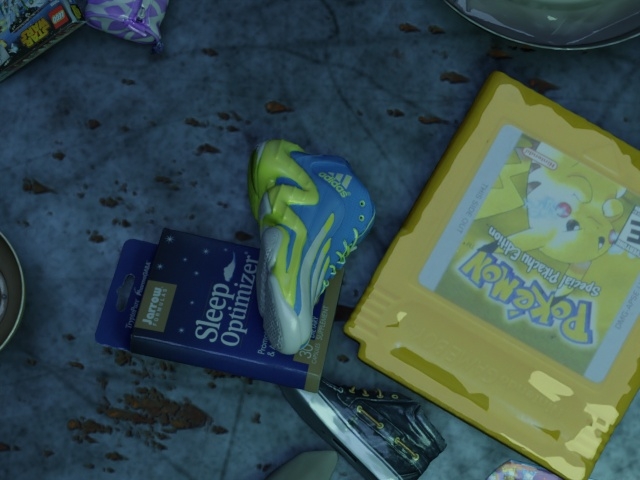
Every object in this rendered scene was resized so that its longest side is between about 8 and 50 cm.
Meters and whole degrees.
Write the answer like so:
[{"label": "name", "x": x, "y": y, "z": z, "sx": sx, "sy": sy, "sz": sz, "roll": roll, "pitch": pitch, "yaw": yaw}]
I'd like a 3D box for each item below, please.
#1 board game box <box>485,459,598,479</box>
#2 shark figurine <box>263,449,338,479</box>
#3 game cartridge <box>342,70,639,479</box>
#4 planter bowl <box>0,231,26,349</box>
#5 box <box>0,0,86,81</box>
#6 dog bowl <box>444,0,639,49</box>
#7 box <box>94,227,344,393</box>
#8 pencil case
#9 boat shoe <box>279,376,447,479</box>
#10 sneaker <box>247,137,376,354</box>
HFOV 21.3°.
[{"label": "board game box", "x": 0.229, "y": 0.295, "z": 1.682, "sx": 0.168, "sy": 0.033, "sz": 0.133, "roll": 14, "pitch": 85, "yaw": 2}, {"label": "shark figurine", "x": -0.059, "y": 0.346, "z": 1.641, "sx": 0.166, "sy": 0.116, "sz": 0.278, "roll": -4, "pitch": 83, "yaw": 1}, {"label": "game cartridge", "x": 0.214, "y": 0.036, "z": 1.692, "sx": 0.285, "sy": 0.053, "sz": 0.324, "roll": 30, "pitch": 82, "yaw": 3}, {"label": "planter bowl", "x": -0.361, "y": 0.054, "z": 1.669, "sx": 0.162, "sy": 0.109, "sz": 0.162, "roll": 0, "pitch": 84, "yaw": 1}, {"label": "box", "x": -0.310, "y": -0.225, "z": 1.706, "sx": 0.137, "sy": 0.027, "sz": 0.094, "roll": -29, "pitch": 84, "yaw": 26}, {"label": "dog bowl", "x": 0.237, "y": -0.353, "z": 1.707, "sx": 0.349, "sy": 0.102, "sz": 0.349, "roll": 0, "pitch": 85, "yaw": 1}, {"label": "box", "x": -0.098, "y": 0.064, "z": 1.673, "sx": 0.225, "sy": 0.036, "sz": 0.136, "roll": 11, "pitch": 53, "yaw": 2}, {"label": "pencil case", "x": -0.176, "y": -0.298, "z": 1.709, "sx": 0.086, "sy": 0.088, "sz": 0.206, "roll": 15, "pitch": 84, "yaw": -20}, {"label": "boat shoe", "x": 0.038, "y": 0.167, "z": 1.686, "sx": 0.083, "sy": 0.065, "sz": 0.183, "roll": -43, "pitch": 84, "yaw": -18}, {"label": "sneaker", "x": 0.000, "y": 0.000, "z": 1.651, "sx": 0.126, "sy": 0.091, "sz": 0.240, "roll": 0, "pitch": 58, "yaw": -11}]
